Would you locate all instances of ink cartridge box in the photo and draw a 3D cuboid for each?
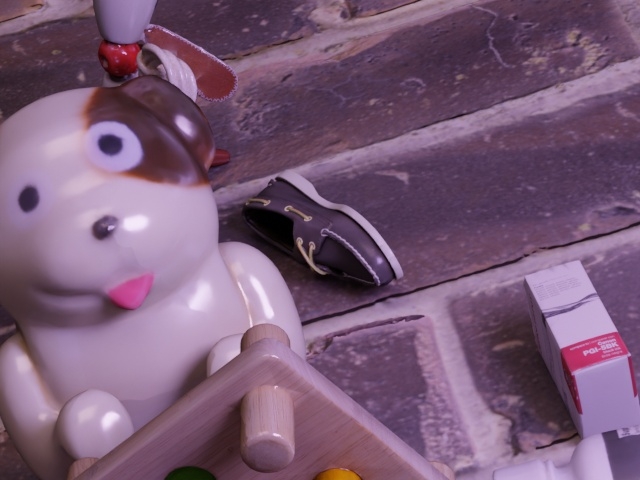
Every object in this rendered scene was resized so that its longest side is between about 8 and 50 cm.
[{"bbox_3d":[0.231,0.098,1.495,0.056,0.099,0.135,-18,40,-1],"label":"ink cartridge box"}]

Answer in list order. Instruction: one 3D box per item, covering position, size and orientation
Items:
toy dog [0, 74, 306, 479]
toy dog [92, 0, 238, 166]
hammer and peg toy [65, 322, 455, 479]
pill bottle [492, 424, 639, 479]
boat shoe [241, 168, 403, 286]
[{"bbox_3d":[-0.148,0.057,1.439,0.284,0.408,0.395,-16,40,1],"label":"toy dog"},{"bbox_3d":[-0.161,-0.157,1.811,0.161,0.333,0.220,-21,62,-30],"label":"toy dog"},{"bbox_3d":[-0.077,0.244,1.250,0.361,0.266,0.127,-39,28,22],"label":"hammer and peg toy"},{"bbox_3d":[0.284,0.215,1.291,0.283,0.161,0.161,-13,39,6],"label":"pill bottle"},{"bbox_3d":[0.000,0.000,1.716,0.069,0.081,0.228,-35,35,-16],"label":"boat shoe"}]
